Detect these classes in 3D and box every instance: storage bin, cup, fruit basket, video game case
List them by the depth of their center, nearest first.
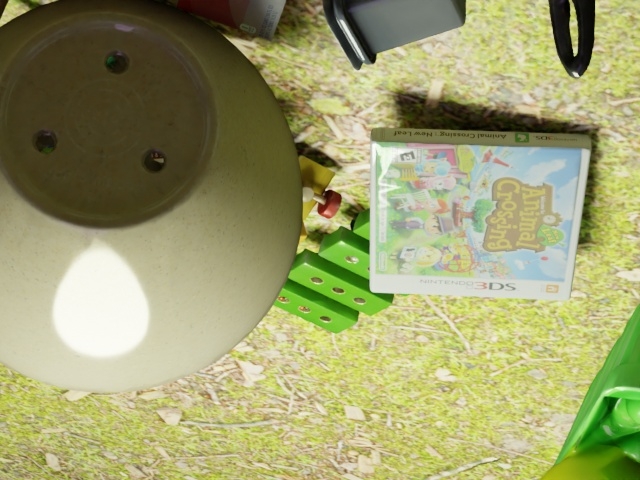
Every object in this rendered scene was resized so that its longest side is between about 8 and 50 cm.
[{"bbox_3d":[0.061,-0.200,1.318,0.091,0.135,0.098,-10,143,20],"label":"storage bin"},{"bbox_3d":[-0.166,-0.061,1.387,0.331,0.331,0.237,16,165,-3],"label":"cup"},{"bbox_3d":[0.142,-0.021,1.620,0.193,0.023,0.212,2,139,3],"label":"video game case"},{"bbox_3d":[0.332,0.255,1.726,0.283,0.392,0.392,14,150,1],"label":"fruit basket"}]

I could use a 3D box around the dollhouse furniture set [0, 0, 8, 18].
[{"bbox_3d":[-0.248,-0.278,1.308,0.259,0.135,0.262,35,144,-32],"label":"dollhouse furniture set"}]

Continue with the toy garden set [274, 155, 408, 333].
[{"bbox_3d":[0.000,0.000,1.760,0.204,0.049,0.244,26,149,-22],"label":"toy garden set"}]

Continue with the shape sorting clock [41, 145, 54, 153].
[{"bbox_3d":[-0.225,-0.105,1.684,0.206,0.040,0.206,6,151,4],"label":"shape sorting clock"}]

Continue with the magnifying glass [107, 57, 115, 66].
[{"bbox_3d":[-0.169,-0.149,1.557,0.231,0.092,0.026,8,148,-10],"label":"magnifying glass"}]

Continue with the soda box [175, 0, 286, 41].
[{"bbox_3d":[-0.037,-0.260,1.288,0.083,0.092,0.263,19,150,-4],"label":"soda box"}]

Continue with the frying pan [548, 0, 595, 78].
[{"bbox_3d":[0.160,-0.280,1.009,0.053,0.326,0.197,-12,167,-38],"label":"frying pan"}]

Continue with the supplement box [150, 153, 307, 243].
[{"bbox_3d":[-0.149,-0.019,1.632,0.194,0.129,0.191,-4,159,-28],"label":"supplement box"}]
